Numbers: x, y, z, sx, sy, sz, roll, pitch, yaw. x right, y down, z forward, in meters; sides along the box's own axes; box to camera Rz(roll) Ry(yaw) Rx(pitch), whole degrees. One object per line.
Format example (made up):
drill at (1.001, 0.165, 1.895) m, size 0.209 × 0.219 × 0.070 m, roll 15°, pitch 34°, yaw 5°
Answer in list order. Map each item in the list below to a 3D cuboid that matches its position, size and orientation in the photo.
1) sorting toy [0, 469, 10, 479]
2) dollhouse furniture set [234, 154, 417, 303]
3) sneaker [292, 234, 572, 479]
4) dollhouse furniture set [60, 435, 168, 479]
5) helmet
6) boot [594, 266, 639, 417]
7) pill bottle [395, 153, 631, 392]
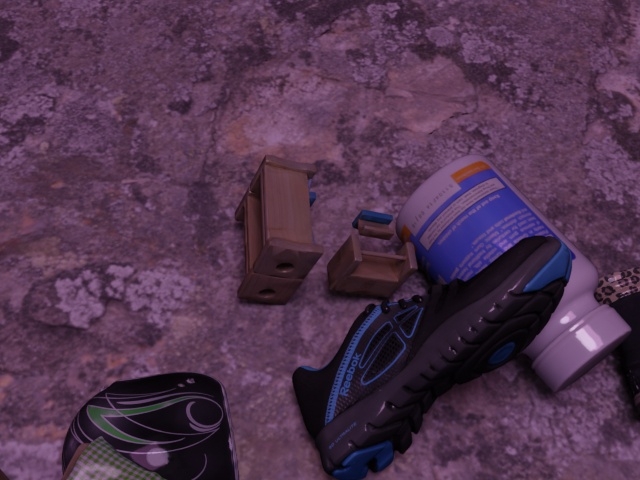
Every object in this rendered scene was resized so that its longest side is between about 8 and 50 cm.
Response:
sorting toy at (-0.412, 0.187, 0.640) m, size 0.257 × 0.255 × 0.089 m, roll 39°, pitch 78°, yaw 19°
dollhouse furniture set at (0.000, 0.000, 0.903) m, size 0.183 × 0.129 × 0.129 m, roll 9°, pitch 54°, yaw -22°
sneaker at (0.105, 0.098, 0.766) m, size 0.341 × 0.125 × 0.140 m, roll -42°, pitch 52°, yaw 10°
dollhouse furniture set at (-0.175, 0.334, 0.543) m, size 0.197 × 0.151 × 0.301 m, roll 26°, pitch 84°, yaw 0°
helmet at (-0.168, 0.215, 0.715) m, size 0.161 × 0.169 × 0.169 m, roll -6°, pitch 58°, yaw -14°
boot at (0.456, 0.107, 0.882) m, size 0.236 × 0.085 × 0.178 m, roll -10°, pitch 56°, yaw -10°
pill bottle at (0.226, 0.039, 0.867) m, size 0.152 × 0.152 × 0.272 m, roll -28°, pitch 64°, yaw -20°
